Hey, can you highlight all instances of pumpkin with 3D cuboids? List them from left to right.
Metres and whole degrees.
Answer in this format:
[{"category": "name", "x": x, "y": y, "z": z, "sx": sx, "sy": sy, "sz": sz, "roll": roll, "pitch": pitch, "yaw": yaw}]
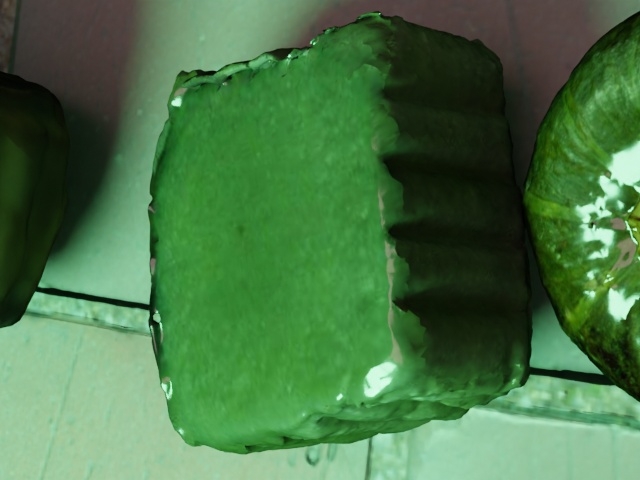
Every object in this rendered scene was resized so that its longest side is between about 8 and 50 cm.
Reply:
[{"category": "pumpkin", "x": 0.205, "y": -0.014, "z": 0.656, "sx": 0.223, "sy": 0.157, "sz": 0.224, "roll": 9, "pitch": 104, "yaw": 39}]

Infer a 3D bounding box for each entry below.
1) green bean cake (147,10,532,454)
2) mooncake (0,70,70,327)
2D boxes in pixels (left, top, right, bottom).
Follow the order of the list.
[{"category": "green bean cake", "x": 0.000, "y": 0.000, "z": 0.760, "sx": 0.227, "sy": 0.125, "sz": 0.223, "roll": -17, "pitch": 75, "yaw": 45}, {"category": "mooncake", "x": -0.298, "y": -0.054, "z": 0.857, "sx": 0.290, "sy": 0.290, "sz": 0.161, "roll": 18, "pitch": 92, "yaw": 28}]
